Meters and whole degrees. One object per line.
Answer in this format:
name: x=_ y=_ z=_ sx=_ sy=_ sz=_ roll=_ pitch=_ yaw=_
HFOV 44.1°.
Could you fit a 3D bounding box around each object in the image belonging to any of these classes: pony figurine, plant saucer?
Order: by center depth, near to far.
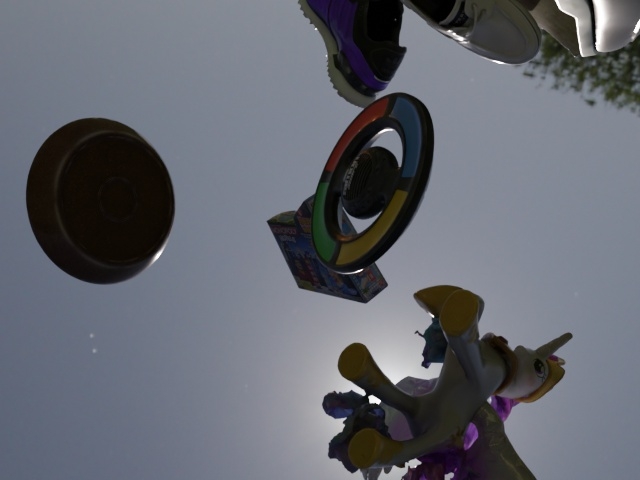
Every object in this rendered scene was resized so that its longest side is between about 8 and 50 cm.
plant saucer: x=-0.207 y=-0.040 z=0.785 sx=0.029 sy=0.168 sz=0.168 roll=-4 pitch=-164 yaw=43
pony figurine: x=0.160 y=0.225 z=0.996 sx=0.363 sy=0.351 sz=0.303 roll=28 pitch=-173 yaw=-48

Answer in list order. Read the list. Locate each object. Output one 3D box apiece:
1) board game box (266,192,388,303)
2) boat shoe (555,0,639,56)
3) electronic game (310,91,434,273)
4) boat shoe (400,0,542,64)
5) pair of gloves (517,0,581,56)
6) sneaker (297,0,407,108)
board game box: x=0.000 y=0.000 z=1.337 sx=0.060 sy=0.194 sz=0.194 roll=-36 pitch=-154 yaw=-29
boat shoe: x=0.222 y=-0.195 z=0.557 sx=0.091 sy=0.109 sz=0.305 roll=-1 pitch=-176 yaw=24
electronic game: x=0.057 y=-0.070 z=0.947 sx=0.048 sy=0.229 sz=0.229 roll=21 pitch=-157 yaw=-27
boat shoe: x=0.186 y=-0.311 z=1.075 sx=0.258 sy=0.095 sz=0.084 roll=28 pitch=-146 yaw=-4
pair of gloves: x=0.359 y=-0.401 z=1.102 sx=0.204 sy=0.240 sz=0.042 roll=41 pitch=-162 yaw=19
sneaker: x=0.062 y=-0.357 z=1.226 sx=0.102 sy=0.146 sz=0.293 roll=4 pitch=-126 yaw=-38
